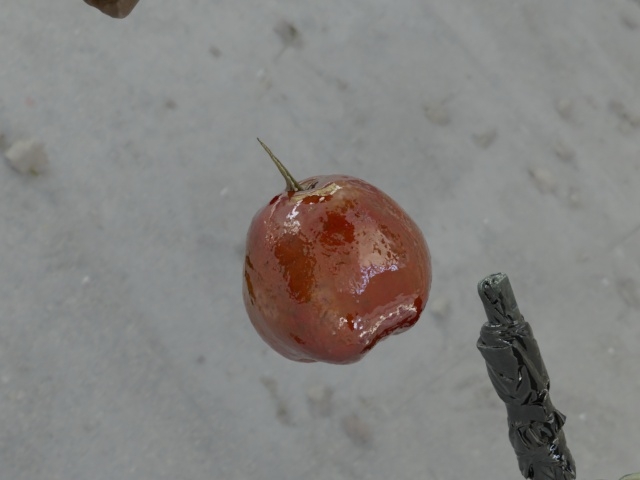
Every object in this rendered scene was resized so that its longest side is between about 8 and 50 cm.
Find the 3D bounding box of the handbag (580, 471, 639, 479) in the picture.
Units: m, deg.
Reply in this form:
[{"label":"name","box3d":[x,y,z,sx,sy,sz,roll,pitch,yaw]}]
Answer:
[{"label":"handbag","box3d":[0.362,0.232,1.015,0.283,0.401,0.133,8,72,-17]}]

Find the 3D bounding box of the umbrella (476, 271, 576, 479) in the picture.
[{"label":"umbrella","box3d":[0.197,0.140,1.292,0.059,0.066,0.236,-41,118,-43]}]

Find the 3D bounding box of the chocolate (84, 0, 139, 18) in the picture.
[{"label":"chocolate","box3d":[-0.252,-0.310,1.241,0.214,0.093,0.148,29,36,-16]}]

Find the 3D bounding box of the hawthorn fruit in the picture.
[{"label":"hawthorn fruit","box3d":[0.011,0.012,0.812,0.125,0.140,0.125,7,12,-2]}]
